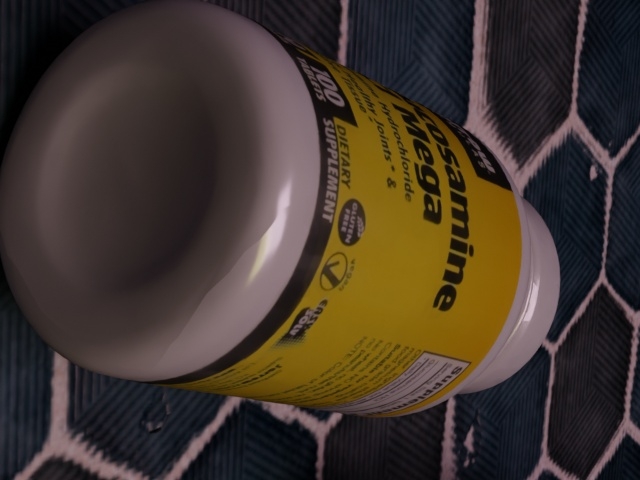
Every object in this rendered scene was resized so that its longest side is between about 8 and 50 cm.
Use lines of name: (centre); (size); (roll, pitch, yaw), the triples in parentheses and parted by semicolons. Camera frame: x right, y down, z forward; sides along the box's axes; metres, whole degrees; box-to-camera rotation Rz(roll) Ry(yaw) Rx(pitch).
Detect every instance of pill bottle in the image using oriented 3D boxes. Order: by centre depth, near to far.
pill bottle: (0.000, 0.000, 0.835); (0.334, 0.188, 0.188); (17, 85, -54)
